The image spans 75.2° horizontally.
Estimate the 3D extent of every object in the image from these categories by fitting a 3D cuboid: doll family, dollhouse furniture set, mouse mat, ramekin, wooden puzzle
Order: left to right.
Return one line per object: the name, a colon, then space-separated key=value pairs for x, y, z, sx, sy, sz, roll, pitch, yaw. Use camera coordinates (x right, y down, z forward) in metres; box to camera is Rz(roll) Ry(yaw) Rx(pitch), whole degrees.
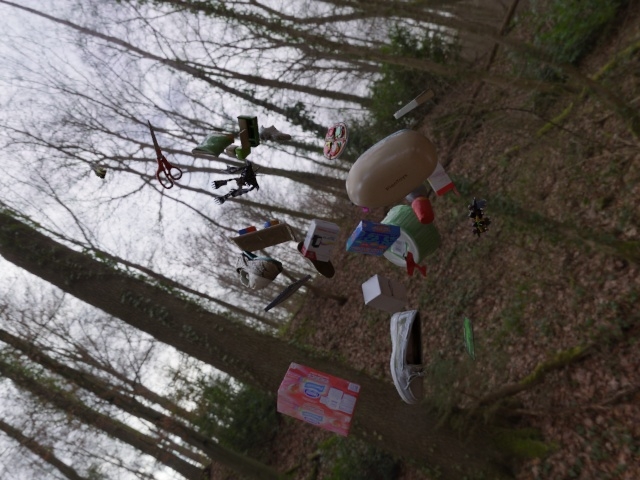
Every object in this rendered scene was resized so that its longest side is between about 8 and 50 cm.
dollhouse furniture set: x=-0.476 y=-0.516 z=2.039 sx=0.198 sy=0.301 sz=0.151 roll=-59 pitch=-28 yaw=-48
wooden puzzle: x=-0.322 y=-0.027 z=2.358 sx=0.322 sy=0.347 sz=0.081 roll=79 pitch=180 yaw=-74
ramekin: x=0.416 y=-0.010 z=2.059 sx=0.148 sy=0.303 sz=0.303 roll=-40 pitch=-35 yaw=-30
mouse mat: x=0.704 y=0.459 z=1.972 sx=0.152 sy=0.007 sz=0.190 roll=-52 pitch=-43 yaw=-84
doll family: x=0.764 y=-0.113 z=2.014 sx=0.076 sy=0.111 sz=0.193 roll=-26 pitch=80 yaw=67

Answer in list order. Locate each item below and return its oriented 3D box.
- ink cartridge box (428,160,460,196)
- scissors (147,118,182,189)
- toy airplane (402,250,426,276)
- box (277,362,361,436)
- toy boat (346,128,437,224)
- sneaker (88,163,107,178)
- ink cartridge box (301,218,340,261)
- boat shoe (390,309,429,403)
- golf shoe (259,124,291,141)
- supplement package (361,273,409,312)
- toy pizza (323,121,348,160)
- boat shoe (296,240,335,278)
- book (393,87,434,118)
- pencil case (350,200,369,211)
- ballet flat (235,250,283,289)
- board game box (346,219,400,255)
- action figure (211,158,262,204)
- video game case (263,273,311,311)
ink cartridge box: x=0.490 y=-0.265 z=1.745 sx=0.231 sy=0.078 sz=0.134 roll=58 pitch=-164 yaw=-1
scissors: x=-0.667 y=-0.343 z=1.706 sx=0.109 sy=0.021 sz=0.297 roll=-42 pitch=-42 yaw=-21
toy airplane: x=0.403 y=0.107 z=1.767 sx=0.028 sy=0.151 sz=0.151 roll=-39 pitch=3 yaw=34
box: x=-0.006 y=0.625 z=1.639 sx=0.154 sy=0.299 sz=0.142 roll=-60 pitch=-20 yaw=-52
toy boat: x=0.222 y=-0.170 z=1.178 sx=0.318 sy=0.267 sz=0.148 roll=36 pitch=-148 yaw=-40
sneaker: x=-0.767 y=-0.237 z=1.422 sx=0.031 sy=0.083 sz=0.035 roll=-21 pitch=-44 yaw=-56
ink cartridge box: x=0.000 y=0.000 z=1.962 sx=0.072 sy=0.127 sz=0.175 roll=-114 pitch=41 yaw=-60
boat shoe: x=0.321 y=0.407 z=1.471 sx=0.118 sy=0.103 sz=0.321 roll=18 pitch=-118 yaw=-35
golf shoe: x=-0.237 y=-0.568 z=2.175 sx=0.069 sy=0.176 sz=0.086 roll=121 pitch=153 yaw=-80
supplement package: x=0.289 y=0.239 z=1.853 sx=0.105 sy=0.179 sz=0.105 roll=-42 pitch=41 yaw=37
toy pizza: x=0.069 y=-0.497 z=2.070 sx=0.032 sy=0.201 sz=0.201 roll=12 pitch=-87 yaw=-33
boat shoe: x=-0.031 y=0.128 z=2.638 sx=0.109 sy=0.302 sz=0.098 roll=-47 pitch=-7 yaw=-17
book: x=0.327 y=-0.476 z=1.454 sx=0.035 sy=0.096 sz=0.144 roll=55 pitch=-134 yaw=-9
pencil case: x=0.199 y=-0.223 z=1.733 sx=0.236 sy=0.104 sz=0.104 roll=-64 pitch=-21 yaw=-47
ballet flat: x=-0.332 y=0.165 z=2.161 sx=0.164 sy=0.482 sz=0.182 roll=23 pitch=-97 yaw=-27
board game box: x=0.210 y=-0.005 z=1.689 sx=0.210 sy=0.160 sz=0.047 roll=118 pitch=157 yaw=-63
action figure: x=-0.384 y=-0.270 z=1.899 sx=0.275 sy=0.140 sz=0.164 roll=-39 pitch=-56 yaw=-47
video game case: x=-0.166 y=0.271 z=2.171 sx=0.196 sy=0.026 sz=0.274 roll=-43 pitch=-9 yaw=20
